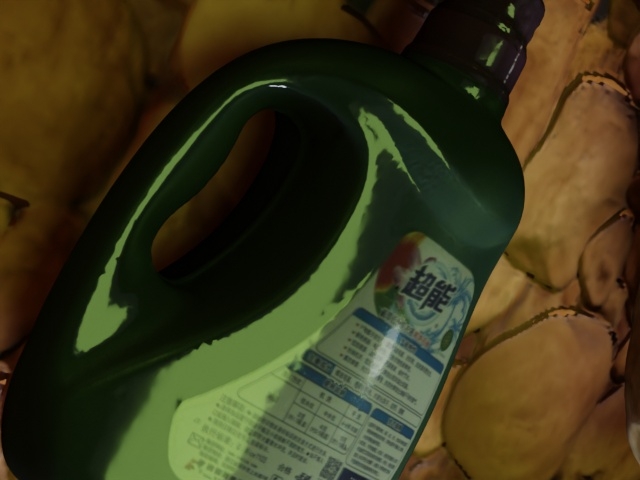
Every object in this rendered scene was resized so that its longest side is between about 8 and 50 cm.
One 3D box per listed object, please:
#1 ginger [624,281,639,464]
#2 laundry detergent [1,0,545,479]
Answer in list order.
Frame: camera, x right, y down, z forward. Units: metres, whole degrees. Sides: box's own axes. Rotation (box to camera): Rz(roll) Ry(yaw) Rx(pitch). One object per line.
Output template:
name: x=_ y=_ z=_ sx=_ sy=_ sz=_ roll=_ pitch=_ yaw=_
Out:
ginger: x=0.247 y=0.051 z=0.503 sx=0.304 sy=0.155 sz=0.244 roll=27 pitch=105 yaw=-14
laundry detergent: x=0.000 y=0.000 z=0.392 sx=0.144 sy=0.078 sz=0.221 roll=31 pitch=87 yaw=-33
